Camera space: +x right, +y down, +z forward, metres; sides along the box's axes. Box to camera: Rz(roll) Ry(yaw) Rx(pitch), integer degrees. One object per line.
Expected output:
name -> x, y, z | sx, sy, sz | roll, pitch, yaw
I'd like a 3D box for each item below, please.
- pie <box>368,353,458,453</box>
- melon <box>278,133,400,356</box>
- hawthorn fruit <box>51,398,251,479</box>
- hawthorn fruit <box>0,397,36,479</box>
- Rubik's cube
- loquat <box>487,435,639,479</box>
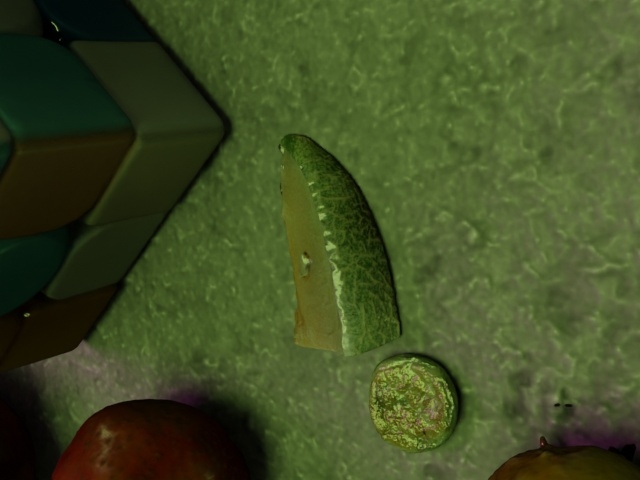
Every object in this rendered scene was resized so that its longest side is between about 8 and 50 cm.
pie -> 0.075, 0.132, 0.699 | 0.084, 0.021, 0.084 | 5, 98, 33
melon -> 0.005, 0.002, 0.713 | 0.098, 0.054, 0.182 | 2, 101, 50
hawthorn fruit -> -0.165, 0.225, 0.795 | 0.200, 0.179, 0.179 | 32, 117, 35
hawthorn fruit -> -0.443, 0.254, 0.938 | 0.268, 0.268, 0.300 | 39, 108, 22
Rubik's cube -> -0.362, -0.087, 0.758 | 0.347, 0.347, 0.344 | 50, 122, 15
loquat -> 0.166, 0.226, 0.562 | 0.150, 0.204, 0.172 | 8, 139, 3
